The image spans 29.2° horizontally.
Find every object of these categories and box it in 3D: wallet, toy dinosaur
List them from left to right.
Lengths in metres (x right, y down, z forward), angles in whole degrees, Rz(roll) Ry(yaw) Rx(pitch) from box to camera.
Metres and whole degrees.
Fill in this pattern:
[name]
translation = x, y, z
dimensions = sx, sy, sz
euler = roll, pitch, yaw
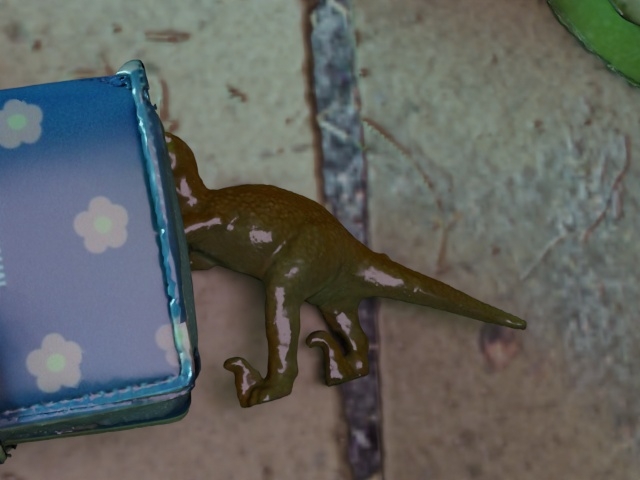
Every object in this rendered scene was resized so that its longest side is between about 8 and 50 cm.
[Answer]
[wallet]
translation = -0.148, 0.015, 0.447
dimensions = 0.202, 0.059, 0.141
euler = -9, 85, -11
[toy dinosaur]
translation = 0.000, 0.000, 0.527
dimensions = 0.162, 0.039, 0.126
euler = -16, 85, -21

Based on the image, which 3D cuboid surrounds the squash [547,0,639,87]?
[squash]
translation = 0.203, -0.171, 0.626
dimensions = 0.219, 0.041, 0.219
euler = 4, 79, -21
